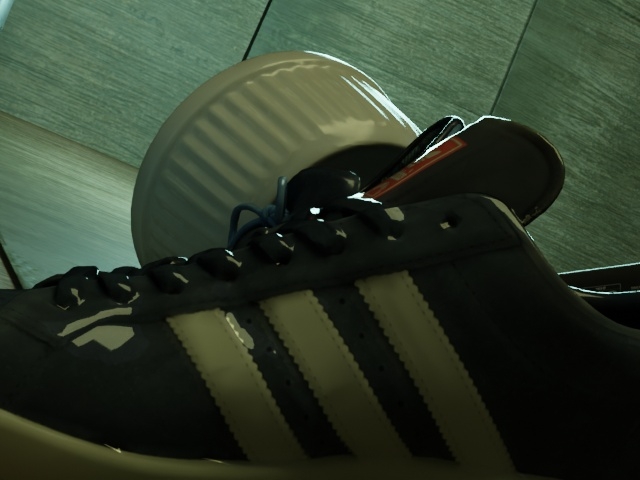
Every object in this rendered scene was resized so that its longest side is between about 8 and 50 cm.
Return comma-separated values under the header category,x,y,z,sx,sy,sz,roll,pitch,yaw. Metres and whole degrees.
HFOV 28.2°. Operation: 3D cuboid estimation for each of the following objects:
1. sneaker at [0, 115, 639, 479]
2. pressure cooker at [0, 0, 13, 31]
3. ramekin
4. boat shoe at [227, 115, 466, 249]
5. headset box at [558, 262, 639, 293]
category,x,y,z,sx,sy,sz,roll,pitch,yaw
sneaker,0.006,0.020,0.463,0.350,0.148,0.131,9,9,-8
pressure cooker,-0.264,-0.228,0.514,0.376,0.420,0.370,23,4,-13
ramekin,-0.008,-0.010,0.838,0.207,0.207,0.109,21,13,-42
boat shoe,0.000,0.000,0.718,0.109,0.089,0.258,-16,8,46
headset box,0.201,0.092,0.720,0.218,0.110,0.293,-10,-21,40
